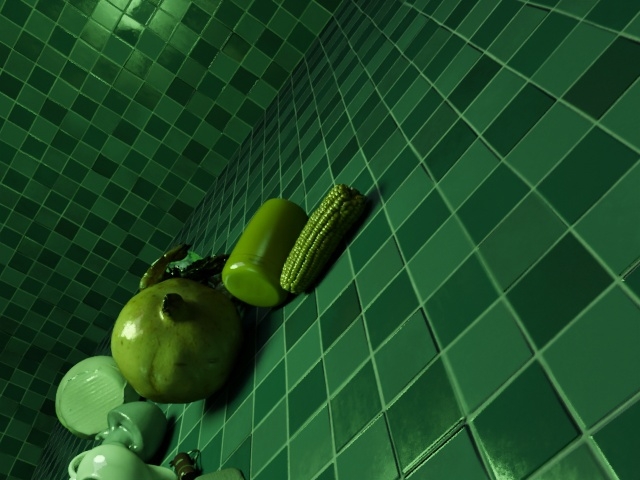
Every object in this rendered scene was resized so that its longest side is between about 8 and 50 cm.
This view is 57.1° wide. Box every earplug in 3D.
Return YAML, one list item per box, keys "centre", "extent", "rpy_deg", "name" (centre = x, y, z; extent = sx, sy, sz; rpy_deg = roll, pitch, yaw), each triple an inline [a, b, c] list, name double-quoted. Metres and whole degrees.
- centre: [-0.530, 0.606, 1.640]
  extent: [0.214, 0.175, 0.325]
  rpy_deg: [-46, 32, 42]
  name: "earplug"

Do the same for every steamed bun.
- centre: [-0.804, 0.569, 2.171]
  extent: [0.309, 0.309, 0.309]
  rpy_deg: [-48, 22, 27]
  name: "steamed bun"

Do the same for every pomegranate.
- centre: [-0.354, 0.245, 1.500]
  extent: [0.342, 0.342, 0.342]
  rpy_deg: [-48, 22, 27]
  name: "pomegranate"

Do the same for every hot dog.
- centre: [-0.242, 0.129, 1.745]
  extent: [0.213, 0.103, 0.146]
  rpy_deg: [-54, 1, -37]
  name: "hot dog"

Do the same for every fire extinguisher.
- centre: [-0.317, 0.537, 1.402]
  extent: [0.078, 0.045, 0.157]
  rpy_deg: [-34, 13, -17]
  name: "fire extinguisher"

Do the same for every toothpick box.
- centre: [-0.129, 0.022, 1.525]
  extent: [0.175, 0.175, 0.271]
  rpy_deg: [-35, 27, 48]
  name: "toothpick box"

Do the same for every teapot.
- centre: [-0.501, 0.585, 1.437]
  extent: [0.139, 0.298, 0.204]
  rpy_deg: [-40, -43, -58]
  name: "teapot"

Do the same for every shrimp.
- centre: [-0.359, 0.068, 1.621]
  extent: [0.054, 0.290, 0.222]
  rpy_deg: [53, 145, 24]
  name: "shrimp"

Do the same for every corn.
- centre: [0.000, 0.000, 1.370]
  extent: [0.292, 0.101, 0.101]
  rpy_deg: [-57, 20, 11]
  name: "corn"

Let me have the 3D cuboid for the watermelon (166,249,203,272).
- centre: [-0.454, 0.168, 2.054]
  extent: [0.262, 0.213, 0.201]
  rpy_deg: [-54, -18, 6]
  name: "watermelon"

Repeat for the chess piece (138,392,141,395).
- centre: [-0.502, 0.392, 1.874]
  extent: [0.330, 0.182, 0.182]
  rpy_deg: [-49, 21, 38]
  name: "chess piece"

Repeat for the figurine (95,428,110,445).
- centre: [-0.659, 0.655, 1.924]
  extent: [0.192, 0.126, 0.147]
  rpy_deg: [-43, 3, 6]
  name: "figurine"

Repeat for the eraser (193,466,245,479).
- centre: [-0.265, 0.601, 1.125]
  extent: [0.352, 0.077, 0.111]
  rpy_deg: [-60, 19, -7]
  name: "eraser"

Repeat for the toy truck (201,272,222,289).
- centre: [-0.340, 0.144, 1.851]
  extent: [0.136, 0.111, 0.286]
  rpy_deg: [-61, -17, 17]
  name: "toy truck"
